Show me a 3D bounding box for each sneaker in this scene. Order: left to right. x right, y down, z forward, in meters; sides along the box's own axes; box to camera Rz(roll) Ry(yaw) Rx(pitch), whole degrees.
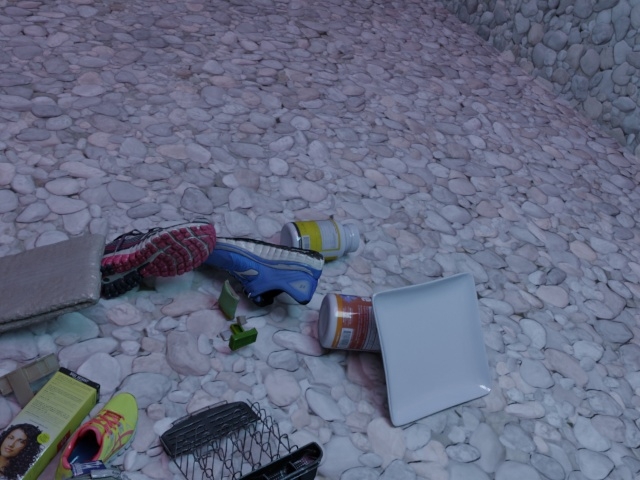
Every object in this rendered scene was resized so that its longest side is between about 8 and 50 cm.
[{"bbox_3d":[-0.375,0.334,1.102,0.081,0.094,0.208,20,39,5],"label":"sneaker"},{"bbox_3d":[-0.372,0.017,1.386,0.299,0.121,0.112,-18,42,-2],"label":"sneaker"},{"bbox_3d":[-0.157,0.072,1.445,0.330,0.147,0.130,11,3,25],"label":"sneaker"}]

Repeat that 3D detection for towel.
[{"bbox_3d":[-0.567,0.090,1.280,0.282,0.049,0.187,-14,45,0],"label":"towel"}]

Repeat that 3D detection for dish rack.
[{"bbox_3d":[-0.150,0.361,1.123,0.208,0.074,0.271,-15,30,-33],"label":"dish rack"}]

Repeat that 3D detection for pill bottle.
[{"bbox_3d":[0.000,0.000,1.611,0.184,0.103,0.103,-4,45,-25],"label":"pill bottle"},{"bbox_3d":[0.111,0.185,1.425,0.216,0.121,0.121,7,41,-13],"label":"pill bottle"}]

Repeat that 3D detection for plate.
[{"bbox_3d":[0.234,0.224,1.381,0.278,0.045,0.277,-10,90,-29],"label":"plate"}]

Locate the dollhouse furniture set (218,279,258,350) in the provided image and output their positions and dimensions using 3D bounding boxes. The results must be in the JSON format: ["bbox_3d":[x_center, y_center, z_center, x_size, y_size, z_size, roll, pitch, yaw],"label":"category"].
[{"bbox_3d":[-0.196,0.164,1.375,0.059,0.076,0.151,-14,50,-33],"label":"dollhouse furniture set"}]

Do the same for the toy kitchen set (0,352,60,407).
[{"bbox_3d":[-0.529,0.261,1.187,0.083,0.075,0.068,-24,90,1],"label":"toy kitchen set"}]

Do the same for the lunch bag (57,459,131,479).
[{"bbox_3d":[-0.343,0.472,0.835,0.256,0.212,0.305,-17,48,-18],"label":"lunch bag"}]

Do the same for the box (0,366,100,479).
[{"bbox_3d":[-0.479,0.327,1.101,0.087,0.058,0.232,22,40,6],"label":"box"}]
